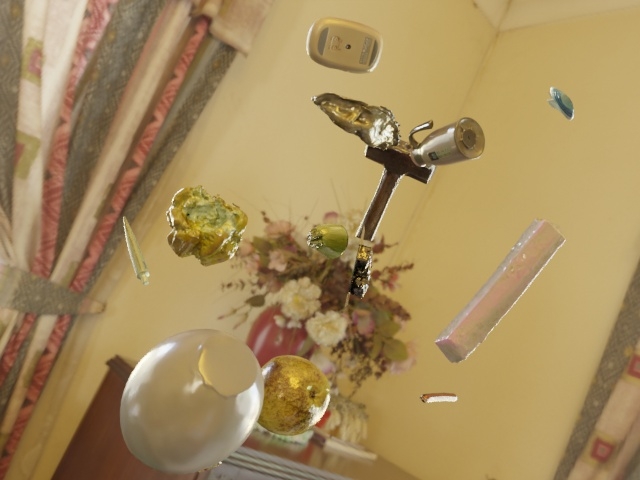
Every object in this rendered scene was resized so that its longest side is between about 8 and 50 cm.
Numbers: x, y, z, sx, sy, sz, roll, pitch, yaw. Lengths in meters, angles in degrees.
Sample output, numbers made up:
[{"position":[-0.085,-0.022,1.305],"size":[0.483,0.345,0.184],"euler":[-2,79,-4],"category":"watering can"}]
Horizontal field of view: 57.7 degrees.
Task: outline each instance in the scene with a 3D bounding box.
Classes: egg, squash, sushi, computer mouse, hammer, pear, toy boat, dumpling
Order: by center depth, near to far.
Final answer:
[{"position":[-0.178,0.220,0.783],"size":[0.176,0.176,0.232],"euler":[31,-57,-28],"category":"egg"},{"position":[-0.070,0.385,1.433],"size":[0.197,0.197,0.197],"euler":[24,-11,5],"category":"pear"},{"position":[0.116,0.077,1.568],"size":[0.047,0.219,0.231],"euler":[13,-2,6],"category":"sushi"},{"position":[0.000,-0.008,1.633],"size":[0.105,0.105,0.132],"euler":[15,-1,40],"category":"squash"},{"position":[0.130,-0.326,1.669],"size":[0.332,0.086,0.166],"euler":[22,-13,-39],"category":"dumpling"},{"position":[0.691,-0.386,1.683],"size":[0.105,0.034,0.149],"euler":[57,5,14],"category":"toy boat"},{"position":[0.071,-0.575,1.717],"size":[0.237,0.145,0.082],"euler":[4,22,-22],"category":"computer mouse"},{"position":[0.221,-0.156,2.021],"size":[0.242,0.408,0.095],"euler":[28,33,11],"category":"hammer"}]

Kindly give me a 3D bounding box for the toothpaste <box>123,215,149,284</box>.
[{"position":[-0.435,0.026,1.364],"size":[0.197,0.029,0.048],"euler":[60,-26,32],"category":"toothpaste"}]

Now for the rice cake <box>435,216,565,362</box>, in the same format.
[{"position":[0.368,0.095,1.170],"size":[0.073,0.365,0.056],"euler":[43,-5,-9],"category":"rice cake"}]

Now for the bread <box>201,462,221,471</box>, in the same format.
[{"position":[-0.319,0.537,1.518],"size":[0.028,0.068,0.153],"euler":[-116,-175,-68],"category":"bread"}]

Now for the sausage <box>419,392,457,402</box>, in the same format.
[{"position":[0.331,0.438,1.616],"size":[0.025,0.028,0.198],"euler":[7,-5,43],"category":"sausage"}]

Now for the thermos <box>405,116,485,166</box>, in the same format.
[{"position":[0.300,-0.249,1.478],"size":[0.137,0.105,0.193],"euler":[38,-23,-23],"category":"thermos"}]

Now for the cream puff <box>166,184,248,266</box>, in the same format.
[{"position":[-0.319,-0.025,1.549],"size":[0.221,0.194,0.194],"euler":[29,-11,3],"category":"cream puff"}]
